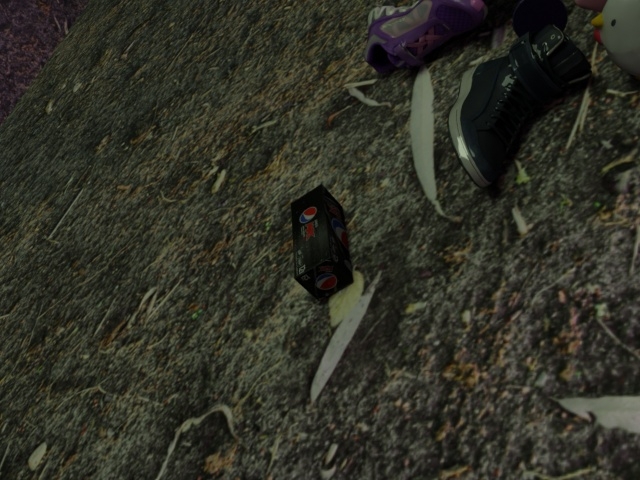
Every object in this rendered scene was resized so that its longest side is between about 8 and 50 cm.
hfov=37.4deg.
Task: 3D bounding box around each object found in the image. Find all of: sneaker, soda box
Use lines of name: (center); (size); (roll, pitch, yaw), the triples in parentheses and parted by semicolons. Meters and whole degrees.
sneaker: (0.151, -0.313, 1.442); (0.236, 0.095, 0.104); (-6, 54, 51)
sneaker: (0.247, -0.173, 1.159); (0.163, 0.086, 0.226); (-24, 35, 34)
soda box: (0.000, 0.000, 1.262); (0.060, 0.053, 0.169); (-31, 34, 19)

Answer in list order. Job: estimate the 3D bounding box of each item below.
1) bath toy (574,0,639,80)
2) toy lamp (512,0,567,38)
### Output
bath toy: (0.377, -0.338, 1.172); (0.151, 0.129, 0.348); (-23, 37, 29)
toy lamp: (0.290, -0.360, 1.323); (0.080, 0.080, 0.274); (-29, 25, 22)
